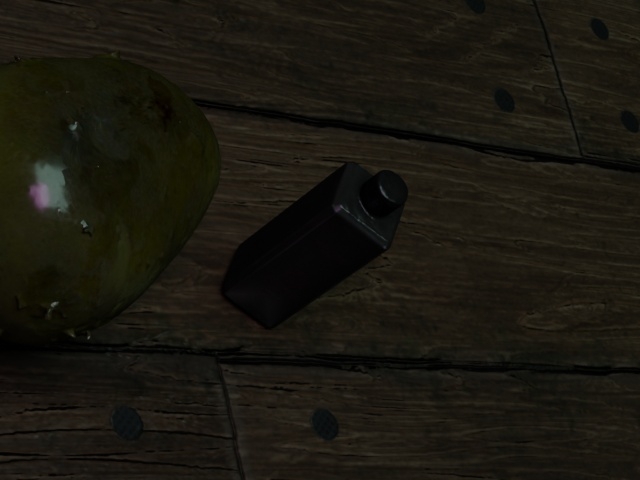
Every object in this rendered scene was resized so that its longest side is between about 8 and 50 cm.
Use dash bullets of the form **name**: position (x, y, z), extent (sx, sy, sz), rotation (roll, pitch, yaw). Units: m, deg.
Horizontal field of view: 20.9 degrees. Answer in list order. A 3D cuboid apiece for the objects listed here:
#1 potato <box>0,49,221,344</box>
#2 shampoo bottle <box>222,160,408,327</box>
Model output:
- **potato**: position (-0.245, -0.062, 1.666), extent (0.269, 0.219, 0.359), rotation (58, 36, -10)
- **shampoo bottle**: position (0.000, 0.000, 1.807), extent (0.080, 0.246, 0.079), rotation (36, 45, -18)
